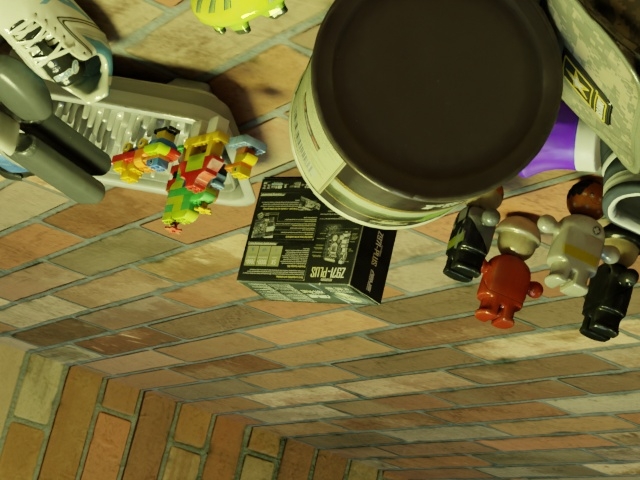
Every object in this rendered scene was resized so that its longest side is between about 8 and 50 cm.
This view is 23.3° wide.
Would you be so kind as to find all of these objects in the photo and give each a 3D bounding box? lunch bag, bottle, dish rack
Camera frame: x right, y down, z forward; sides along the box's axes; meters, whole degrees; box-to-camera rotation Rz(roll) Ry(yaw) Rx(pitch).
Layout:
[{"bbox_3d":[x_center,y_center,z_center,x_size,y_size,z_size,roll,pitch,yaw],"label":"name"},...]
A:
[{"bbox_3d":[0.306,-0.147,1.247,0.287,0.169,0.235,18,167,13],"label":"lunch bag"},{"bbox_3d":[0.146,-0.117,1.578,0.282,0.092,0.118,8,161,18],"label":"bottle"},{"bbox_3d":[-0.242,-0.137,1.851,0.332,0.072,0.285,11,162,9],"label":"dish rack"}]

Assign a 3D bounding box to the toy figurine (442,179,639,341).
[{"bbox_3d":[0.265,0.011,1.832,0.213,0.148,0.209,6,156,31],"label":"toy figurine"}]

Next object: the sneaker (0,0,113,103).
[{"bbox_3d":[-0.281,-0.212,1.589,0.085,0.086,0.237,-30,155,12],"label":"sneaker"}]

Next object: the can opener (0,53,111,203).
[{"bbox_3d":[-0.311,-0.116,1.727,0.093,0.074,0.280,4,161,23],"label":"can opener"}]

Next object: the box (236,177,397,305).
[{"bbox_3d":[0.000,0.000,1.974,0.180,0.147,0.077,0,158,36],"label":"box"}]

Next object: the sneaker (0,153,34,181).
[{"bbox_3d":[-0.439,-0.121,2.073,0.152,0.058,0.084,10,156,-12],"label":"sneaker"}]

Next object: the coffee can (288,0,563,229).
[{"bbox_3d":[0.081,-0.120,1.354,0.201,0.202,0.275,15,175,-4],"label":"coffee can"}]

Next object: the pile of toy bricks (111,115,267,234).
[{"bbox_3d":[-0.150,-0.059,1.738,0.118,0.105,0.212,25,158,-35],"label":"pile of toy bricks"}]

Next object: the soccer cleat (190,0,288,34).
[{"bbox_3d":[-0.046,-0.258,1.334,0.121,0.093,0.289,52,156,-14],"label":"soccer cleat"}]

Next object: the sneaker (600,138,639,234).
[{"bbox_3d":[0.385,-0.071,1.389,0.282,0.153,0.099,-3,143,25],"label":"sneaker"}]
